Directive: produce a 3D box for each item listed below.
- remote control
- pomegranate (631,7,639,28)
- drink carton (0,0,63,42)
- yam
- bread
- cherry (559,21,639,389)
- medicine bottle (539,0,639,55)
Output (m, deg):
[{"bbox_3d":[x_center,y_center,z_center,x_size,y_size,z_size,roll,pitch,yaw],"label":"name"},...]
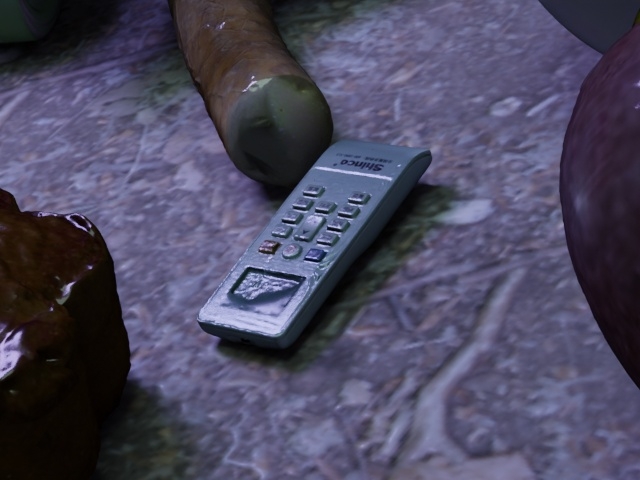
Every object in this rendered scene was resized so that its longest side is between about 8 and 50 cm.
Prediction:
[{"bbox_3d":[0.000,0.000,0.995,0.061,0.029,0.162,9,48,37],"label":"remote control"},{"bbox_3d":[0.224,-0.057,0.880,0.159,0.159,0.205,1,65,26],"label":"pomegranate"},{"bbox_3d":[-0.267,-0.197,1.311,0.142,0.144,0.146,0,38,10],"label":"drink carton"},{"bbox_3d":[-0.059,-0.148,1.185,0.081,0.081,0.356,-20,34,-2],"label":"yam"},{"bbox_3d":[-0.210,0.058,0.918,0.247,0.135,0.232,-1,38,24],"label":"bread"},{"bbox_3d":[0.234,-0.004,0.698,0.261,0.221,0.307,-25,76,-1],"label":"cherry"},{"bbox_3d":[0.253,-0.269,1.046,0.256,0.256,0.325,1,40,26],"label":"medicine bottle"}]
